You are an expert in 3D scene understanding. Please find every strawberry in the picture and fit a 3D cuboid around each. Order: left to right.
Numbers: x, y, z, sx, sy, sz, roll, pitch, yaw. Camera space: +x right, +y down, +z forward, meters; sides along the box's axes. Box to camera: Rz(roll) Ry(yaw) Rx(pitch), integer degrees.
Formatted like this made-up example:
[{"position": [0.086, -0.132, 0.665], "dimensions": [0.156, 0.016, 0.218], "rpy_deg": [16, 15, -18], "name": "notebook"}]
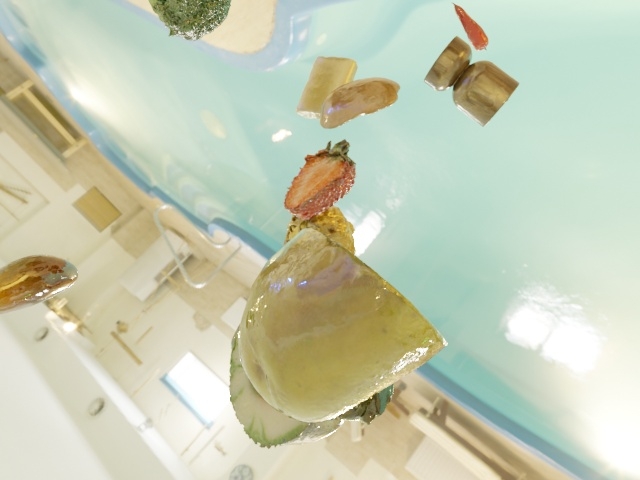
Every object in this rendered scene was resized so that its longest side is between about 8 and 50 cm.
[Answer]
[{"position": [0.009, -0.161, 1.355], "dimensions": [0.188, 0.286, 0.106], "rpy_deg": [14, 150, 44], "name": "strawberry"}]

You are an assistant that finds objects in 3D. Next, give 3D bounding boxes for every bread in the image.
[{"position": [-0.024, 0.254, 0.971], "dimensions": [0.382, 0.366, 0.129], "rpy_deg": [27, -179, 44], "name": "bread"}, {"position": [0.019, -0.422, 1.316], "dimensions": [0.139, 0.178, 0.060], "rpy_deg": [18, 174, 28], "name": "bread"}]

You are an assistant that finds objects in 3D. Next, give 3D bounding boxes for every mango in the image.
[{"position": [-0.740, 0.105, 1.185], "dimensions": [0.111, 0.267, 0.133], "rpy_deg": [42, 121, 11], "name": "mango"}]

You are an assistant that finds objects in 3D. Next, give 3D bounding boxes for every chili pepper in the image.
[{"position": [0.418, -0.591, 1.309], "dimensions": [0.178, 0.045, 0.027], "rpy_deg": [42, -156, -28], "name": "chili pepper"}]

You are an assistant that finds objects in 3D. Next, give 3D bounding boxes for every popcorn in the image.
[{"position": [0.000, 0.000, 1.477], "dimensions": [0.250, 0.190, 0.250], "rpy_deg": [15, 131, 18], "name": "popcorn"}]

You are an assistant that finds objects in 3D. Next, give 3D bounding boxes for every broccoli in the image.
[{"position": [-0.326, -0.626, 1.139], "dimensions": [0.245, 0.265, 0.294], "rpy_deg": [32, 167, -21], "name": "broccoli"}]

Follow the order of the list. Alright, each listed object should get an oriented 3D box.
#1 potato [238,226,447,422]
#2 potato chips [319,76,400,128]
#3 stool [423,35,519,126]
[{"position": [-0.016, 0.150, 0.755], "dimensions": [0.330, 0.280, 0.213], "rpy_deg": [40, 179, 22], "name": "potato"}, {"position": [0.083, -0.334, 1.095], "dimensions": [0.062, 0.195, 0.208], "rpy_deg": [60, 167, -29], "name": "potato chips"}, {"position": [0.506, -0.532, 1.593], "dimensions": [0.264, 0.179, 0.179], "rpy_deg": [39, 160, 4], "name": "stool"}]
